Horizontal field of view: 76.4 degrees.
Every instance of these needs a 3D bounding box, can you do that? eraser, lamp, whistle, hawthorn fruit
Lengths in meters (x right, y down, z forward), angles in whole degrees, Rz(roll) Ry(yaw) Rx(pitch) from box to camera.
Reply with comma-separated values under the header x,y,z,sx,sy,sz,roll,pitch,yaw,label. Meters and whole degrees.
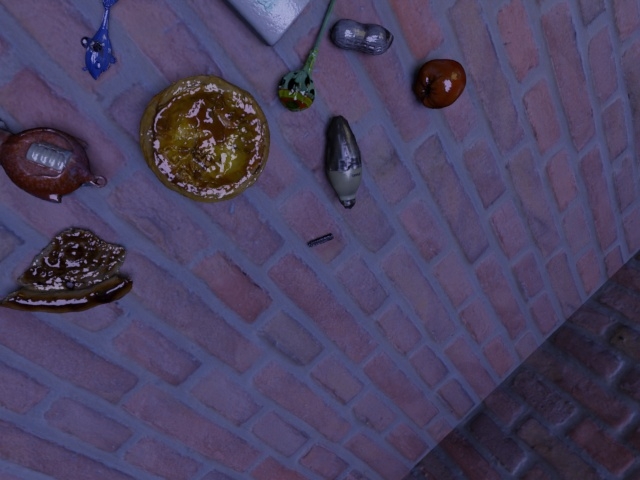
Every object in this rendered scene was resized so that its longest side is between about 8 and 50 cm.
x,y,z,sx,sy,sz,roll,pitch,yaw,label
-0.153,-0.581,0.837,0.290,0.104,0.189,37,90,-33,eraser
0.063,-0.210,1.104,0.101,0.101,0.251,-15,115,-19,lamp
-0.600,-0.174,0.792,0.345,0.133,0.143,20,87,-22,whistle
0.337,-0.432,1.123,0.137,0.132,0.133,-31,122,-22,hawthorn fruit

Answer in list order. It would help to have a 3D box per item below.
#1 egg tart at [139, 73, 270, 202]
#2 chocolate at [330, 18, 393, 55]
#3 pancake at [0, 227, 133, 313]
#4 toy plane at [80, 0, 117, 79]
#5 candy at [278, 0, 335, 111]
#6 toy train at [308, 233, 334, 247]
x,y,z,sx,sy,sz,roll,pitch,yaw,label
-0.258,-0.232,0.933,0.289,0.115,0.291,-10,114,-23,egg tart
0.104,-0.504,1.011,0.166,0.072,0.072,-3,113,-24,chocolate
-0.574,0.101,0.962,0.257,0.056,0.212,-46,123,-1,pancake
-0.435,-0.406,0.814,0.062,0.054,0.168,-2,116,-52,toy plane
-0.020,-0.461,0.982,0.091,0.083,0.306,19,95,-14,candy
0.000,0.000,1.215,0.083,0.017,0.017,-21,117,-17,toy train
